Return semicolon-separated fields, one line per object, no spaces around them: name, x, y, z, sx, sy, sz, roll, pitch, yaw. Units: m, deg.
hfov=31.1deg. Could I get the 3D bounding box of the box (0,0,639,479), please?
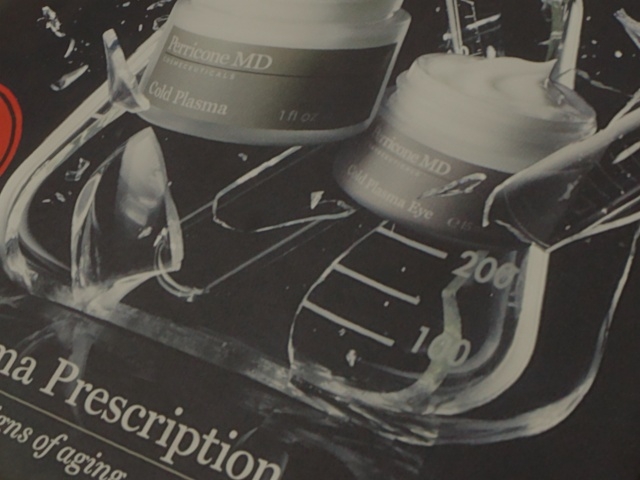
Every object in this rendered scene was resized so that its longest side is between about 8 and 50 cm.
box;0.000;0.000;0.479;0.343;0.179;0.312;17;65;25
